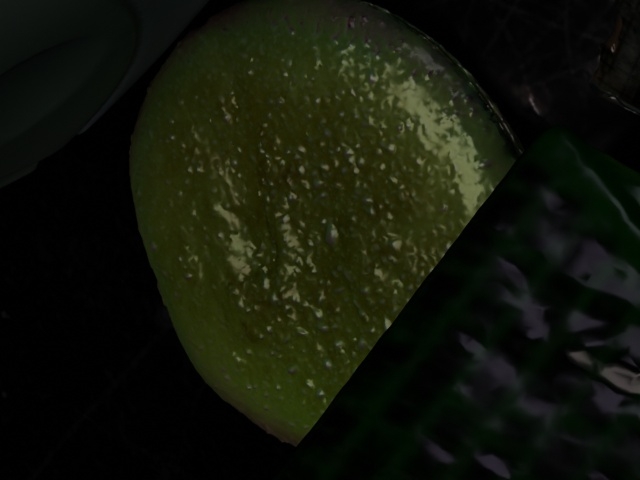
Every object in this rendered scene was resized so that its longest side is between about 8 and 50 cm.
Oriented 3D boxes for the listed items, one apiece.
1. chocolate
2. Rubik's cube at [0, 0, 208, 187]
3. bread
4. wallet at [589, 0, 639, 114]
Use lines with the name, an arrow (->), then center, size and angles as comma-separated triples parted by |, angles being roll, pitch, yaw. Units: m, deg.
chocolate -> 0.144, 0.185, 0.830 | 0.341, 0.360, 0.161 | 33, 166, 23
Rubik's cube -> -0.264, -0.210, 0.962 | 0.352, 0.347, 0.351 | 53, 132, 7
bread -> 0.005, 0.001, 1.052 | 0.301, 0.045, 0.301 | 16, 119, 31
wallet -> 0.240, -0.162, 0.759 | 0.169, 0.044, 0.317 | 23, 127, 7
